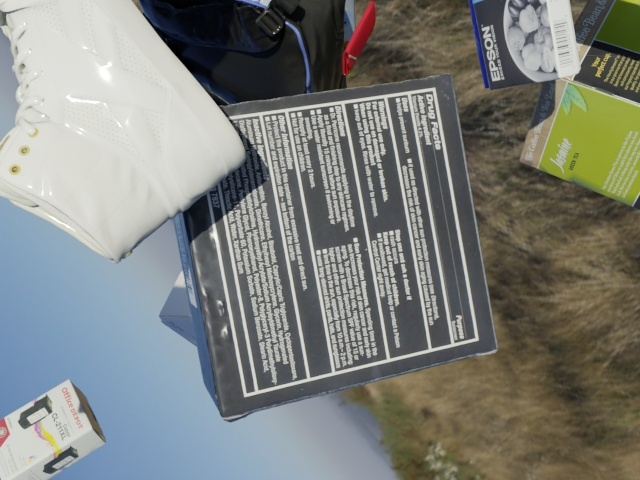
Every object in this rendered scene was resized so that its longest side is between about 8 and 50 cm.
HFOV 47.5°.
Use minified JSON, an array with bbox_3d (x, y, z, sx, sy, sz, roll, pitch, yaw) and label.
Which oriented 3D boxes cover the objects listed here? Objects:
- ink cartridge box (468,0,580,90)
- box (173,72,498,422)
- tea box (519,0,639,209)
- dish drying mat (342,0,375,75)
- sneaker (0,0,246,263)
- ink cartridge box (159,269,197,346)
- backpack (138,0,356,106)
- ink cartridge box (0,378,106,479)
[{"bbox_3d":[0.262,-0.320,1.023,0.208,0.045,0.206,10,116,66],"label":"ink cartridge box"},{"bbox_3d":[0.000,0.000,0.781,0.182,0.293,0.297,180,80,-76],"label":"box"},{"bbox_3d":[0.555,-0.248,1.204,0.323,0.329,0.220,26,151,17],"label":"tea box"},{"bbox_3d":[0.040,-0.206,0.739,0.008,0.083,0.032,16,147,16],"label":"dish drying mat"},{"bbox_3d":[-0.212,-0.119,0.552,0.292,0.169,0.108,48,161,-7],"label":"sneaker"},{"bbox_3d":[-0.179,0.093,1.538,0.117,0.283,0.207,-6,142,44],"label":"ink cartridge box"},{"bbox_3d":[-0.088,-0.268,0.933,0.263,0.213,0.277,22,147,18],"label":"backpack"},{"bbox_3d":[-0.505,0.359,1.338,0.127,0.175,0.072,48,163,35],"label":"ink cartridge box"}]
